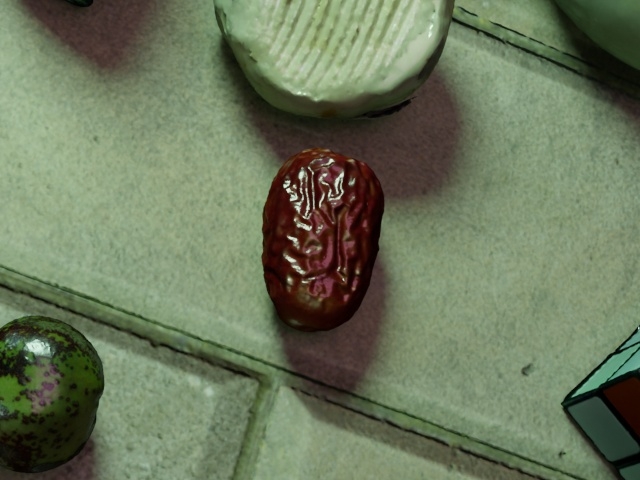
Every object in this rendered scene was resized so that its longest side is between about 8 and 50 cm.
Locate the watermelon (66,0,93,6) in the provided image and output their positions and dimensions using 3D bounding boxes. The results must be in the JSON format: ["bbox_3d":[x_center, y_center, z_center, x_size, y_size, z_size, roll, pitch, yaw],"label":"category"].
[{"bbox_3d":[-0.226,-0.389,1.556,0.148,0.318,0.226,24,27,-6],"label":"watermelon"}]

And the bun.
[{"bbox_3d":[0.018,-0.229,1.626,0.239,0.141,0.239,0,94,-4],"label":"bun"}]

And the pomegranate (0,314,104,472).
[{"bbox_3d":[-0.267,0.135,1.455,0.125,0.163,0.138,8,85,-56],"label":"pomegranate"}]

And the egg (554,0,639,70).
[{"bbox_3d":[0.355,-0.321,1.707,0.258,0.258,0.352,-36,87,-24],"label":"egg"}]

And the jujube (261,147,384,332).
[{"bbox_3d":[0.000,0.000,1.575,0.112,0.109,0.176,3,73,18],"label":"jujube"}]

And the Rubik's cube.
[{"bbox_3d":[0.379,0.154,1.615,0.183,0.180,0.167,-40,88,-22],"label":"Rubik's cube"}]
